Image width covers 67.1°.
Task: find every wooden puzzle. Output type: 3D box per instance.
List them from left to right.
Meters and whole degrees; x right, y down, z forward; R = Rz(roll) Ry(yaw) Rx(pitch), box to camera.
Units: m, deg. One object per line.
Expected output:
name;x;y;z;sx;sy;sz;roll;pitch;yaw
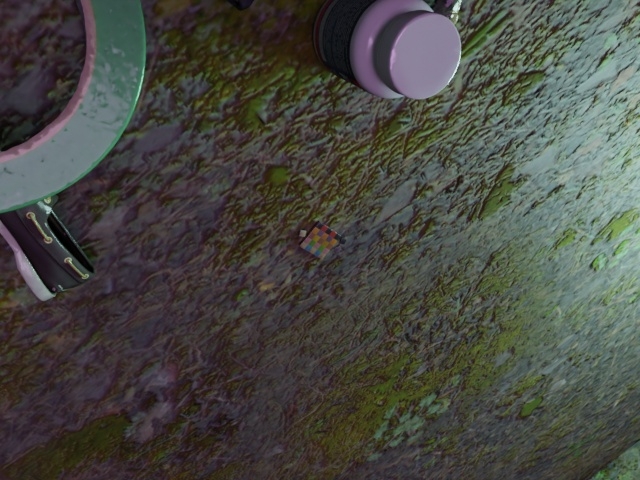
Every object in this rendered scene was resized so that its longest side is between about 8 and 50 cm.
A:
wooden puzzle;0.000;0.000;0.749;0.083;0.006;0.049;32;102;-35

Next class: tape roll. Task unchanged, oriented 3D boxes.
tape roll;-0.318;-0.180;0.403;0.321;0.077;0.321;-6;103;-25

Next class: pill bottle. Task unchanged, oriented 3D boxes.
pill bottle;0.070;-0.220;0.541;0.108;0.180;0.107;-11;122;-18

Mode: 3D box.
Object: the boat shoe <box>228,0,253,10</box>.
boat shoe;-0.158;-0.329;0.417;0.303;0.114;0.091;29;99;-33

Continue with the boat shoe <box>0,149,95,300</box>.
boat shoe;-0.328;-0.035;0.541;0.069;0.081;0.227;-23;130;-19

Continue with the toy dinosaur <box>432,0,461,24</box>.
toy dinosaur;0.208;-0.379;0.585;0.118;0.064;0.268;0;116;-16
